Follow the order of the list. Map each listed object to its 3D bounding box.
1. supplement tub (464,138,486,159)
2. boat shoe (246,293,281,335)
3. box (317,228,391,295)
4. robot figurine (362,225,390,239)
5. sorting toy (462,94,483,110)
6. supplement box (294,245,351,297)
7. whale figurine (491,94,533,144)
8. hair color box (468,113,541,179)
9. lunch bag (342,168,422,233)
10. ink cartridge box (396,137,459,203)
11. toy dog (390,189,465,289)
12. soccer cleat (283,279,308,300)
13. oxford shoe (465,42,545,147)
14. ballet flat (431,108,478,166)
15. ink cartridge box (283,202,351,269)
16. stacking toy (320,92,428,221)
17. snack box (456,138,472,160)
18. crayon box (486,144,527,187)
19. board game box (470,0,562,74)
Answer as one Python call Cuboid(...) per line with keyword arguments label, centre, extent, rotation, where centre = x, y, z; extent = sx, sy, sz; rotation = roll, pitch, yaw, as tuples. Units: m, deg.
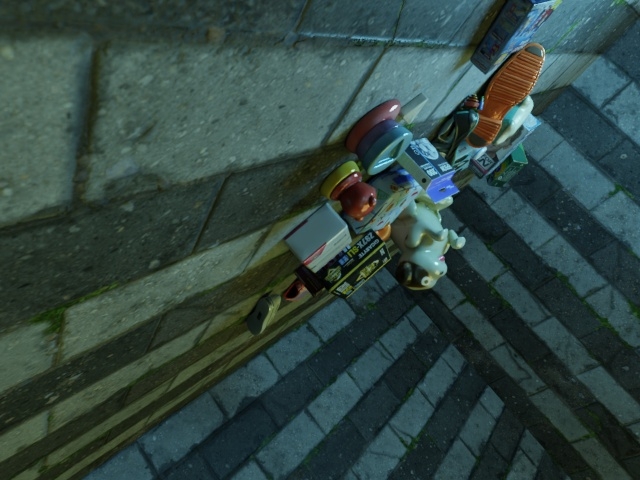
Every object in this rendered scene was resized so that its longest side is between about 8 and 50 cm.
Cuboid(label="supplement tub", centre=(0.656, -0.408, 1.802), extent=(0.071, 0.107, 0.071), rotation=(-37, 166, -11))
Cuboid(label="boat shoe", centre=(-0.227, 0.307, 1.716), extent=(0.084, 0.095, 0.258), rotation=(-23, 160, -41))
Cuboid(label="box", centre=(0.136, 0.100, 1.557), extent=(0.257, 0.079, 0.322), rotation=(-40, 163, 2))
Cuboid(label="robot figurine", centre=(0.233, -0.048, 1.765), extent=(0.219, 0.128, 0.158), rotation=(31, 64, -77))
Cuboid(label="sorting toy", centre=(0.497, -0.449, 1.355), extent=(0.102, 0.061, 0.042), rotation=(-24, 126, -72))
Cuboid(label="supplement box", centre=(0.028, 0.107, 1.690), extent=(0.239, 0.130, 0.073), rotation=(-37, 167, -13))
Cuboid(label="whale figurine", centre=(0.675, -0.457, 1.545), extent=(0.272, 0.141, 0.216), rotation=(-48, 172, -42))
Cuboid(label="hair color box", centre=(0.795, -0.454, 1.895), extent=(0.105, 0.174, 0.347), rotation=(-30, 164, -30))
Cuboid(label="lunch bag", centre=(0.228, -0.146, 1.456), extent=(0.303, 0.115, 0.243), rotation=(-23, 156, -51))
Cuboid(label="ink cartridge box", centre=(0.337, -0.221, 1.285), extent=(0.206, 0.208, 0.045), rotation=(-26, 164, -49))
Cuboid(label="toy dog", centre=(0.413, 0.011, 1.815), extent=(0.395, 0.407, 0.284), rotation=(-20, 153, 32))
Cuboid(label="soccer cleat", centre=(-0.057, 0.181, 1.824), extent=(0.248, 0.083, 0.095), rotation=(-42, 163, 17))
Cuboid(label="oxford shoe", centre=(0.599, -0.495, 1.404), extent=(0.132, 0.130, 0.363), rotation=(-75, -170, -47))
Cuboid(label="ballet flat", centre=(0.446, -0.347, 1.454), extent=(0.096, 0.095, 0.280), rotation=(6, 145, -4))
Cuboid(label="ink cartridge box", centre=(0.000, 0.000, 1.310), extent=(0.172, 0.100, 0.237), rotation=(-40, 166, -1))
Cuboid(label="stacking toy", centre=(0.167, -0.200, 1.045), extent=(0.279, 0.130, 0.309), rotation=(-33, 166, -30))
Cuboid(label="snack box", centre=(0.551, -0.325, 1.810), extent=(0.187, 0.060, 0.322), rotation=(-30, 170, 13))
Cuboid(label="crayon box", centre=(0.888, -0.454, 2.069), extent=(0.083, 0.323, 0.203), rotation=(6, 151, -13))
Cuboid(label="board game box", centre=(0.468, -0.510, 1.018), extent=(0.194, 0.060, 0.194), rotation=(-31, 166, -36))
